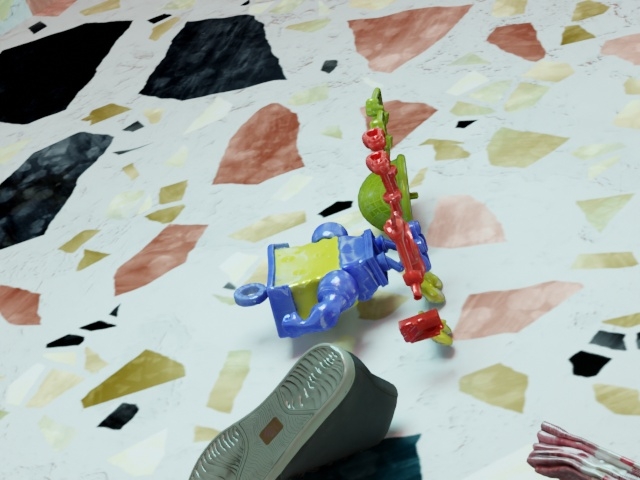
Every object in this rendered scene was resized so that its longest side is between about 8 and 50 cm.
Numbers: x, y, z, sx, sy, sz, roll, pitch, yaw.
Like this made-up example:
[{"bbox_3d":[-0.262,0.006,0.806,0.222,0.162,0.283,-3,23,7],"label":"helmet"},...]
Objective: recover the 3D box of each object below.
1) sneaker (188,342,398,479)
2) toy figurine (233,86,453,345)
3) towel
[{"bbox_3d":[-0.022,0.204,1.553,0.222,0.118,0.083,-44,49,10],"label":"sneaker"},{"bbox_3d":[0.000,0.000,1.771,0.217,0.191,0.362,-20,28,8],"label":"toy figurine"},{"bbox_3d":[0.320,0.241,1.147,0.329,0.237,0.037,21,77,49],"label":"towel"}]
